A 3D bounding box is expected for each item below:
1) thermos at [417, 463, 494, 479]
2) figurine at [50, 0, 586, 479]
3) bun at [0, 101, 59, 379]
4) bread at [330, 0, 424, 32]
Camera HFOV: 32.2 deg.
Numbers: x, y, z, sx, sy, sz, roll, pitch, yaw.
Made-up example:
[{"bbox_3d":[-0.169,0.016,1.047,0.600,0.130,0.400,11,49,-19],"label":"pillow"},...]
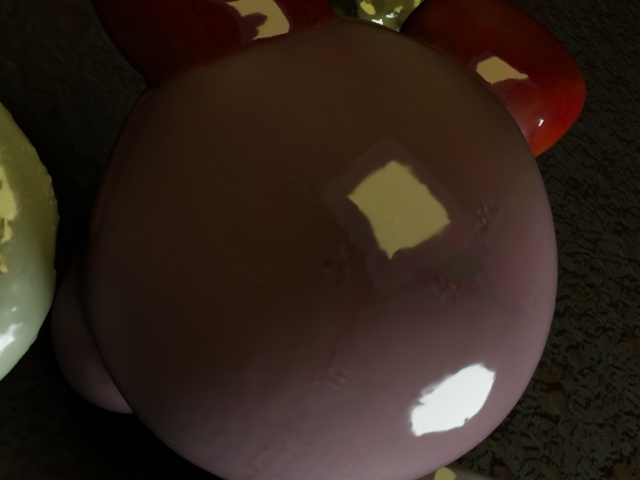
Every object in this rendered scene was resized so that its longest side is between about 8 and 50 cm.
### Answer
[{"bbox_3d":[0.022,0.217,0.570,0.137,0.105,0.193,12,62,-6],"label":"thermos"},{"bbox_3d":[0.004,-0.006,0.508,0.269,0.211,0.261,13,100,-22],"label":"figurine"},{"bbox_3d":[-0.204,-0.001,0.485,0.183,0.102,0.183,1,77,-5],"label":"bun"},{"bbox_3d":[0.051,-0.142,0.750,0.204,0.163,0.262,25,25,-25],"label":"bread"}]
